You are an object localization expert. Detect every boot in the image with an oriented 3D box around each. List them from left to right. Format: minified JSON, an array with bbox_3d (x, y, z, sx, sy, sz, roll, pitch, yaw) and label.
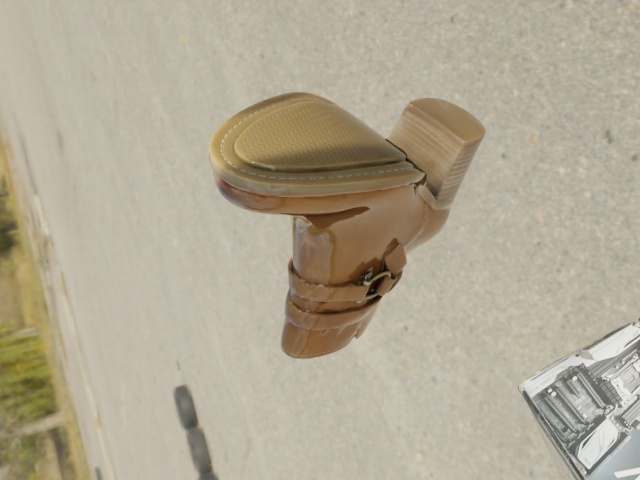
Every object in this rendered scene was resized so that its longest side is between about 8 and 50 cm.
[{"bbox_3d":[0.000,0.000,0.636,0.109,0.283,0.220,39,122,21],"label":"boot"}]

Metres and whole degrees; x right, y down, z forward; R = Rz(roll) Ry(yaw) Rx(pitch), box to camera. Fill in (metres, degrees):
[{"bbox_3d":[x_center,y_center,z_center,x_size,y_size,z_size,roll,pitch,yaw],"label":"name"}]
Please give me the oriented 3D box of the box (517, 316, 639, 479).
[{"bbox_3d":[0.216,0.218,0.358,0.242,0.076,0.307,59,-176,-34],"label":"box"}]
